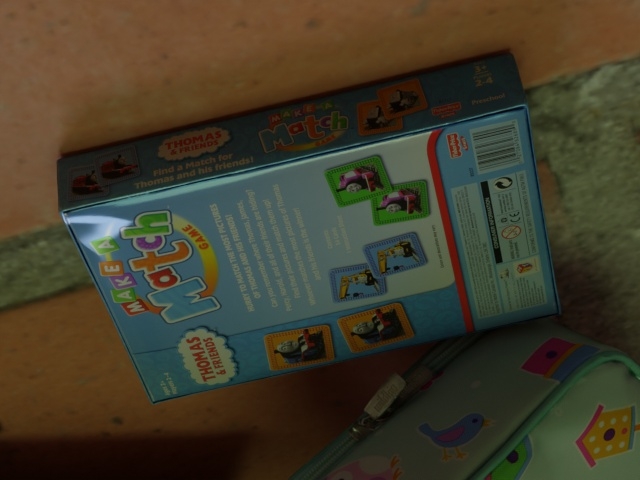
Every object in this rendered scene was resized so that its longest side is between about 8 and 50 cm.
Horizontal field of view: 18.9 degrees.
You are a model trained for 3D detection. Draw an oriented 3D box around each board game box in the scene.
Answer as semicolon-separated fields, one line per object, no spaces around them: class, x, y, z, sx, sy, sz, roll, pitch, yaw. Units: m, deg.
board game box;0.000;0.000;0.909;0.211;0.039;0.160;-13;141;3

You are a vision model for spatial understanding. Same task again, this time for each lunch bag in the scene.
lunch bag;0.092;0.181;1.004;0.224;0.108;0.279;-39;128;-15
